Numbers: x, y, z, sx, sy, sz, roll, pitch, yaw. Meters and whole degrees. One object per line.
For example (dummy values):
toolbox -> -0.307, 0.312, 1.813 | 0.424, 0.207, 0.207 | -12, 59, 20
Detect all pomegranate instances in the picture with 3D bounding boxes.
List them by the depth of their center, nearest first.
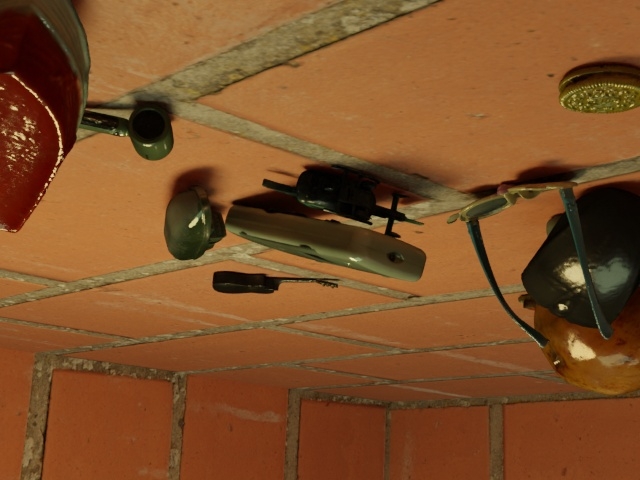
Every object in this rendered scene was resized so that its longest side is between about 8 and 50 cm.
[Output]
pomegranate -> 0.441, 0.115, 1.624 | 0.248, 0.248, 0.248 | 2, 166, 1

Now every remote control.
remote control -> 0.000, 0.000, 1.430 | 0.140, 0.056, 0.296 | 22, 174, -40

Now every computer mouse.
computer mouse -> 0.350, 0.040, 1.408 | 0.138, 0.086, 0.269 | 33, 146, 10

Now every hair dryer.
hair dryer -> -0.233, -0.123, 1.148 | 0.150, 0.047, 0.071 | 10, 167, -3

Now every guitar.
guitar -> -0.084, 0.081, 1.968 | 0.233, 0.025, 0.088 | 2, 165, 3

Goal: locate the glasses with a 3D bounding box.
glasses -> 0.287, 0.022, 1.359 | 0.088, 0.220, 0.190 | -35, -173, -34

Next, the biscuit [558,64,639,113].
biscuit -> 0.268, -0.142, 1.012 | 0.084, 0.023, 0.084 | 1, 167, 0

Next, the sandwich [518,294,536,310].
sandwich -> 0.447, 0.122, 2.029 | 0.135, 0.029, 0.067 | 7, 171, -22

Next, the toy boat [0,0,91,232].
toy boat -> -0.290, -0.133, 0.972 | 0.145, 0.133, 0.332 | 13, 153, -20

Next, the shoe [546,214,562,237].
shoe -> 0.432, 0.013, 1.452 | 0.251, 0.100, 0.103 | 1, 169, 22

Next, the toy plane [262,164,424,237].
toy plane -> 0.044, -0.046, 1.369 | 0.235, 0.060, 0.096 | 15, 169, -32

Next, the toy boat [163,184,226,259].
toy boat -> -0.168, -0.025, 1.460 | 0.085, 0.078, 0.260 | -14, 171, -12
